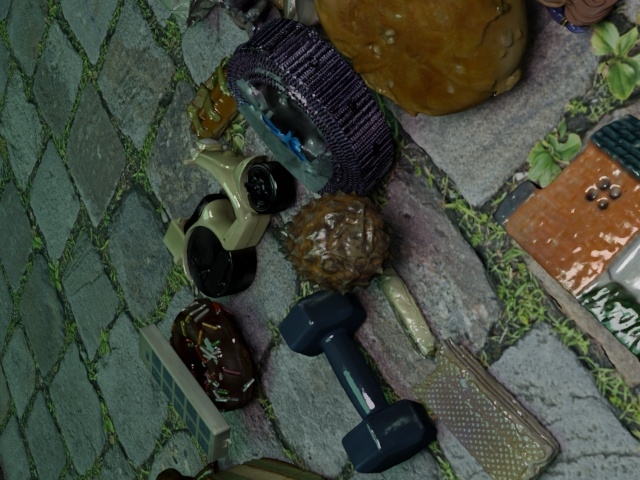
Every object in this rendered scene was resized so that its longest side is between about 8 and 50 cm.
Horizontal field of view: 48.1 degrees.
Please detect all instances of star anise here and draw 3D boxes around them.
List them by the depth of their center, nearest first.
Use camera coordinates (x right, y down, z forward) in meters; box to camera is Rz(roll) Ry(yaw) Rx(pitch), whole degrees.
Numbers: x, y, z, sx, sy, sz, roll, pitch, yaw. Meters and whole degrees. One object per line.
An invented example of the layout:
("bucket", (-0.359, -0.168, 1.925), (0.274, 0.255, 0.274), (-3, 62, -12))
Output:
("star anise", (-0.140, -0.444, 1.378), (0.093, 0.229, 0.236), (-41, 71, 4))

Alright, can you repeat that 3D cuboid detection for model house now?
("model house", (0.404, -0.029, 0.841), (0.300, 0.190, 0.271), (-51, 52, 19))

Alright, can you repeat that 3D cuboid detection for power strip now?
("power strip", (-0.305, 0.319, 1.558), (0.367, 0.043, 0.106), (44, 138, 35))

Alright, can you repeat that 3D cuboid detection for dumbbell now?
("dumbbell", (0.060, 0.235, 1.233), (0.316, 0.157, 0.143), (59, 161, 27))

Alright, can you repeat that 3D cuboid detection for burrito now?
("burrito", (0.145, 0.117, 1.209), (0.045, 0.041, 0.185), (-27, 66, 2))

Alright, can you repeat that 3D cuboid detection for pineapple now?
("pineapple", (0.000, 0.000, 1.235), (0.361, 0.175, 0.174), (-169, 78, -72))

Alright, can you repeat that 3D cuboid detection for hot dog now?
("hot dog", (-0.212, -0.312, 1.541), (0.269, 0.072, 0.109), (-43, 65, 42))

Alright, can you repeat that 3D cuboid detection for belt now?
("belt", (-0.015, -0.206, 1.191), (0.324, 0.122, 0.260), (50, 156, -21))

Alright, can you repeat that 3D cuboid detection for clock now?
("clock", (-0.207, -0.059, 1.526), (0.276, 0.120, 0.378), (47, 126, 27))

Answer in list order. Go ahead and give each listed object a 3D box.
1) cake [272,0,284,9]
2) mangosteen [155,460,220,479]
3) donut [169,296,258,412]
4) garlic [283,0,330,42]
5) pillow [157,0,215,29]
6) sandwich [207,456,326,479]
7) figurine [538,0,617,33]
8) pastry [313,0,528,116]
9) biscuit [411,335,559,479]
("cake", (-0.093, -0.539, 1.364), (0.080, 0.116, 0.184), (6, 94, 50))
("mangosteen", (-0.307, 0.654, 1.585), (0.307, 0.307, 0.346), (-15, 53, 47))
("donut", (-0.239, 0.253, 1.559), (0.270, 0.103, 0.269), (29, 129, 43))
("garlic", (0.008, -0.447, 1.193), (0.238, 0.210, 0.291), (6, 89, 41))
("pillow", (-0.300, -0.643, 1.560), (0.310, 0.138, 0.283), (53, 128, 35))
("sandwich", (-0.096, 0.562, 1.425), (0.228, 0.155, 0.198), (-4, 92, 47))
("figurine", (0.325, -0.332, 0.904), (0.114, 0.157, 0.126), (18, 102, 24))
("pastry", (0.151, -0.332, 1.014), (0.316, 0.184, 0.284), (42, 144, -12))
("biscuit", (0.247, 0.264, 1.092), (0.239, 0.062, 0.108), (46, 123, 34))
